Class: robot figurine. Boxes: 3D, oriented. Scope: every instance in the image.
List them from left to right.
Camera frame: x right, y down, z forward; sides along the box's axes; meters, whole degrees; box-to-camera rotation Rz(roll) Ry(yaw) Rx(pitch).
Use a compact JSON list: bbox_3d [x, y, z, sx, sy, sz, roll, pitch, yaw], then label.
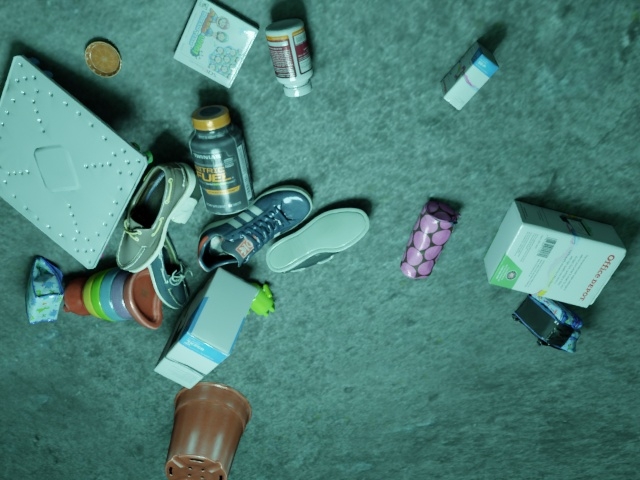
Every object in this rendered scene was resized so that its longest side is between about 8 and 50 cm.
[{"bbox_3d":[-0.182,0.169,1.749,0.101,0.067,0.115,-36,114,16],"label":"robot figurine"}]

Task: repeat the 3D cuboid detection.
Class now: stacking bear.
[{"bbox_3d":[-0.605,0.157,1.727,0.288,0.175,0.164,-5,154,23],"label":"stacking bear"}]

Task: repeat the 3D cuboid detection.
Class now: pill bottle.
[{"bbox_3d":[-0.241,-0.196,1.455,0.130,0.130,0.246,-3,125,7],"label":"pill bottle"},{"bbox_3d":[-0.064,-0.398,1.322,0.086,0.086,0.152,-6,125,9],"label":"pill bottle"}]

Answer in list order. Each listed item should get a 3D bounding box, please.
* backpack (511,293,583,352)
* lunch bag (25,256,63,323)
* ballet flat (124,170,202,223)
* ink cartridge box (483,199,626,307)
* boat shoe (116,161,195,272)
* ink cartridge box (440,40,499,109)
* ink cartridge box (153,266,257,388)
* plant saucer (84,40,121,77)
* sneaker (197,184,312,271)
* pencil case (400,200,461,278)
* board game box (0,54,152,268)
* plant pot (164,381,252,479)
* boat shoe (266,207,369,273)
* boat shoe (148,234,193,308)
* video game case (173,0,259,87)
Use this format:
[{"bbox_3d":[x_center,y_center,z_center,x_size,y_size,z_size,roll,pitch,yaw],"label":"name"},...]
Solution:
[{"bbox_3d":[0.648,0.230,1.673,0.173,0.158,0.117,24,107,-28],"label":"backpack"},{"bbox_3d":[-0.804,0.142,1.747,0.096,0.151,0.129,-4,137,-40],"label":"lunch bag"},{"bbox_3d":[-0.393,-0.075,1.572,0.280,0.096,0.095,-28,155,26],"label":"ballet flat"},{"bbox_3d":[0.595,0.037,1.556,0.278,0.117,0.201,14,126,-5],"label":"ink cartridge box"},{"bbox_3d":[-0.427,-0.054,1.486,0.116,0.096,0.324,44,110,20],"label":"boat shoe"},{"bbox_3d":[0.321,-0.358,1.315,0.052,0.089,0.122,30,123,-16],"label":"ink cartridge box"},{"bbox_3d":[-0.322,0.248,1.675,0.129,0.223,0.307,30,140,-14],"label":"ink cartridge box"},{"bbox_3d":[-0.498,-0.417,1.390,0.083,0.013,0.084,3,126,4],"label":"plant saucer"},{"bbox_3d":[-0.174,-0.016,1.566,0.350,0.148,0.131,-28,119,22],"label":"sneaker"},{"bbox_3d":[0.285,0.004,1.581,0.098,0.095,0.209,0,132,-25],"label":"pencil case"},{"bbox_3d":[-0.629,-0.181,1.476,0.390,0.050,0.390,39,122,2],"label":"board game box"},{"bbox_3d":[-0.382,0.657,1.994,0.272,0.265,0.272,2,125,3],"label":"plant pot"},{"bbox_3d":[0.000,0.000,1.602,0.302,0.091,0.114,-20,78,19],"label":"boat shoe"},{"bbox_3d":[-0.422,0.084,1.697,0.079,0.095,0.255,-5,116,22],"label":"boat shoe"},{"bbox_3d":[-0.234,-0.440,1.348,0.143,0.019,0.157,27,123,-14],"label":"video game case"}]
